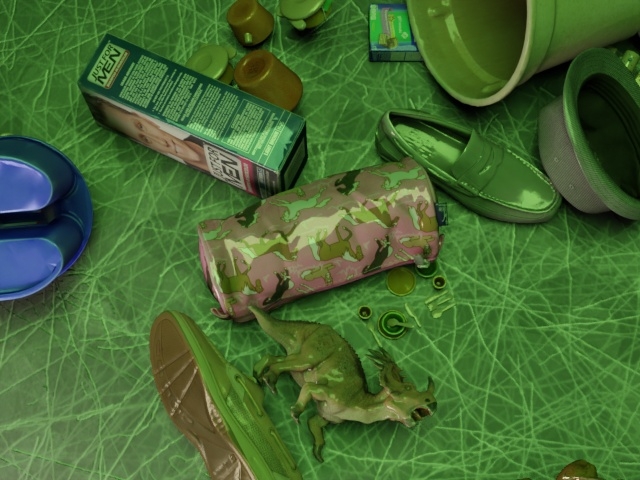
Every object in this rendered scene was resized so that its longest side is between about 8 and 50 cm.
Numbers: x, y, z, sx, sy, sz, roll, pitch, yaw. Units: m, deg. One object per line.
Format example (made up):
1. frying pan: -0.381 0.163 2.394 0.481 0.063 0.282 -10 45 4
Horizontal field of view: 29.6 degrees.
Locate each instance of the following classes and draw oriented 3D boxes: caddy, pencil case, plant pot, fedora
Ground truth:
1. caddy: -0.524 -0.031 1.851 0.341 0.179 0.241 -5 104 -2
2. pencil case: 0.000 0.000 1.865 0.386 0.160 0.167 -17 41 -6
3. plant pot: 0.350 -0.406 1.919 0.305 0.334 0.334 -15 72 -25
4. fedora: 0.427 -0.151 1.901 0.244 0.124 0.275 -40 101 -43

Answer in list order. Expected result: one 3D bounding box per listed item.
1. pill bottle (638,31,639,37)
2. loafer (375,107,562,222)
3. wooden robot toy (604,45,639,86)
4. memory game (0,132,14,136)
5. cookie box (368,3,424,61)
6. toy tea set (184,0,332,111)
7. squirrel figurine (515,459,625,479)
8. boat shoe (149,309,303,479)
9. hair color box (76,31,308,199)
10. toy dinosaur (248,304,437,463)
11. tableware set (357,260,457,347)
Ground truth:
1. pill bottle: 0.559 -0.473 2.018 0.160 0.160 0.283 -13 73 -5
2. loafer: 0.235 -0.120 1.926 0.319 0.111 0.112 22 73 7
3. wooden robot toy: 0.527 -0.257 1.998 0.173 0.076 0.079 30 85 9
4. memory game: -0.544 -0.094 1.966 0.186 0.012 0.186 0 72 0
5. cookie box: 0.135 -0.351 2.039 0.107 0.040 0.092 0 72 -2
6. toy tea set: -0.068 -0.338 2.016 0.200 0.124 0.336 23 74 39
7. squirrel figurine: 0.349 0.486 1.592 0.281 0.370 0.397 27 74 8
8. boat shoe: -0.144 0.252 1.814 0.110 0.121 0.341 -16 72 -45
9. hair color box: -0.197 -0.187 1.914 0.347 0.174 0.105 25 75 8
10. toy dinosaur: 0.022 0.193 1.813 0.200 0.127 0.295 -37 77 -11
11. tableware set: 0.131 0.091 1.903 0.154 0.024 0.104 -28 74 -9
